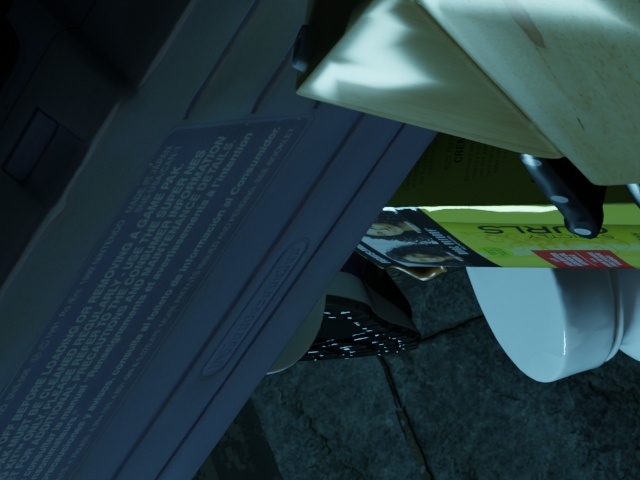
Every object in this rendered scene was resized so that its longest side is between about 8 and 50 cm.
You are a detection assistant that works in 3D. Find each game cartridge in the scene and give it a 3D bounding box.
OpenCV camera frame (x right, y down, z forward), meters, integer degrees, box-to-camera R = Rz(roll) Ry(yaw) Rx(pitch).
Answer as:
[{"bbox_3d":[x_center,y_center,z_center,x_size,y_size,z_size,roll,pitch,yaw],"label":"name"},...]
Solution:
[{"bbox_3d":[-0.076,0.015,0.732,0.230,0.068,0.355,-4,136,-53],"label":"game cartridge"}]

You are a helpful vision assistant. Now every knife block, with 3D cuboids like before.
[{"bbox_3d":[0.127,-0.074,0.565,0.242,0.088,0.276,12,161,-14],"label":"knife block"}]

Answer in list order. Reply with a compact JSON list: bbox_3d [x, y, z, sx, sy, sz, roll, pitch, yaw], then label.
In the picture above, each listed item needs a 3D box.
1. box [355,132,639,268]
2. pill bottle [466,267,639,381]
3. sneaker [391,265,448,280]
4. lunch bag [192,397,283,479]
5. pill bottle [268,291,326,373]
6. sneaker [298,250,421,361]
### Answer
[{"bbox_3d":[0.110,-0.025,0.804,0.232,0.058,0.087,0,160,31],"label":"box"},{"bbox_3d":[0.324,-0.037,1.535,0.408,0.229,0.229,-19,174,-16],"label":"pill bottle"},{"bbox_3d":[-0.028,0.016,1.313,0.290,0.123,0.106,-16,175,-31],"label":"sneaker"},{"bbox_3d":[-0.195,0.157,1.451,0.287,0.235,0.169,-25,176,32],"label":"lunch bag"},{"bbox_3d":[-0.099,0.031,1.001,0.117,0.117,0.215,-16,-174,-43],"label":"pill bottle"},{"bbox_3d":[0.000,0.000,1.170,0.107,0.124,0.283,-5,169,4],"label":"sneaker"}]
